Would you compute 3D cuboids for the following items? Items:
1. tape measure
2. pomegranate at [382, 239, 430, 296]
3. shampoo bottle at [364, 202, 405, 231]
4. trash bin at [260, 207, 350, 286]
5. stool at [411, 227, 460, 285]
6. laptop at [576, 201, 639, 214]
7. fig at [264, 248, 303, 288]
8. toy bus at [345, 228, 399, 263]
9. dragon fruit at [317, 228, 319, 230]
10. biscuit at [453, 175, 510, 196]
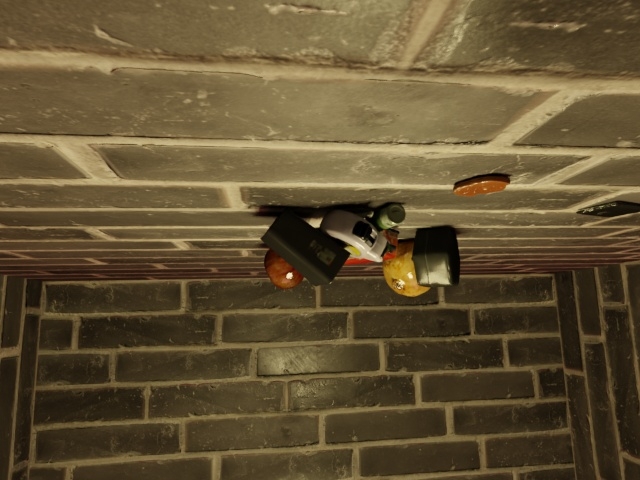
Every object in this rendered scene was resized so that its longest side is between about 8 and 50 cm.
[{"bbox_3d":[0.091,-0.024,1.324,0.196,0.105,0.178,15,161,39],"label":"tape measure"},{"bbox_3d":[0.369,0.117,1.890,0.248,0.249,0.248,-1,170,0],"label":"pomegranate"},{"bbox_3d":[0.178,-0.057,1.341,0.065,0.065,0.204,2,170,-19],"label":"shampoo bottle"},{"bbox_3d":[-0.050,0.019,1.324,0.225,0.115,0.165,39,164,-7],"label":"trash bin"},{"bbox_3d":[0.424,0.064,1.654,0.141,0.233,0.232,-5,170,28],"label":"stool"},{"bbox_3d":[0.895,-0.092,1.387,0.180,0.016,0.129,2,171,-26],"label":"laptop"},{"bbox_3d":[-0.131,0.096,1.878,0.205,0.205,0.205,-1,170,0],"label":"fig"},{"bbox_3d":[0.144,0.021,1.618,0.264,0.120,0.121,-9,166,36],"label":"toy bus"},{"bbox_3d":[0.020,0.000,1.576,0.116,0.086,0.081,6,179,22],"label":"dragon fruit"},{"bbox_3d":[0.378,-0.129,1.069,0.102,0.019,0.130,8,167,-43],"label":"biscuit"}]
